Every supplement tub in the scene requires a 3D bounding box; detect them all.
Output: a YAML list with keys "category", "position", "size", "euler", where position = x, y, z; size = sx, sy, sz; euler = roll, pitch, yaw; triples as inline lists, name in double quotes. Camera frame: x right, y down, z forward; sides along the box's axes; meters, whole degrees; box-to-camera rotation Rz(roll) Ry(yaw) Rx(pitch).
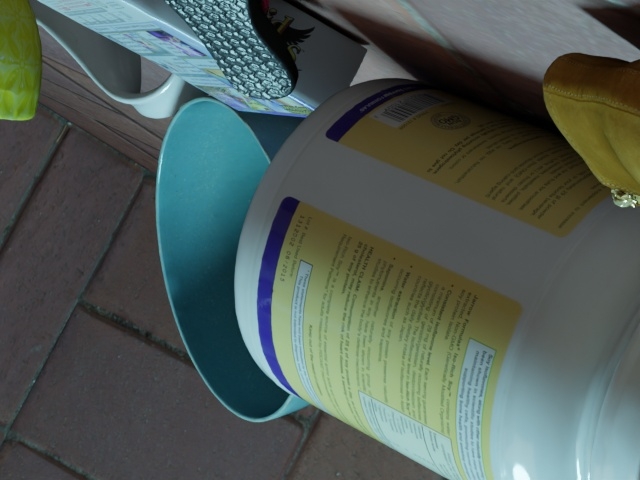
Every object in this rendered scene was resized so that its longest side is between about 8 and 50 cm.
- category: "supplement tub"
  position: [0.132, 0.048, 1.258]
  size: [0.331, 0.241, 0.241]
  euler: [26, 176, 37]

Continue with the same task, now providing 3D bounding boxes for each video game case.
- category: "video game case"
  position: [-0.118, -0.174, 1.409]
  size: [0.244, 0.061, 0.269]
  euler: [29, 176, -18]

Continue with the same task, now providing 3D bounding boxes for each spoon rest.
- category: "spoon rest"
  position: [-0.196, -0.176, 1.823]
  size: [0.137, 0.084, 0.276]
  euler: [31, 175, -41]

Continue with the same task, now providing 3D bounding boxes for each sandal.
- category: "sandal"
  position: [-0.061, -0.158, 1.234]
  size: [0.067, 0.040, 0.179]
  euler: [3, 150, 24]

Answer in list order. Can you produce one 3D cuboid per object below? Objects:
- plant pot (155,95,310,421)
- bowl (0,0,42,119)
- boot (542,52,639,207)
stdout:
- category: "plant pot"
  position: [0.000, 0.000, 1.717]
  size: [0.195, 0.290, 0.290]
  euler: [-12, -163, -27]
- category: "bowl"
  position: [-0.361, -0.222, 1.635]
  size: [0.289, 0.156, 0.289]
  euler: [19, -172, -3]
- category: "boot"
  position: [0.252, -0.002, 0.904]
  size: [0.295, 0.104, 0.211]
  euler: [34, 180, -18]
